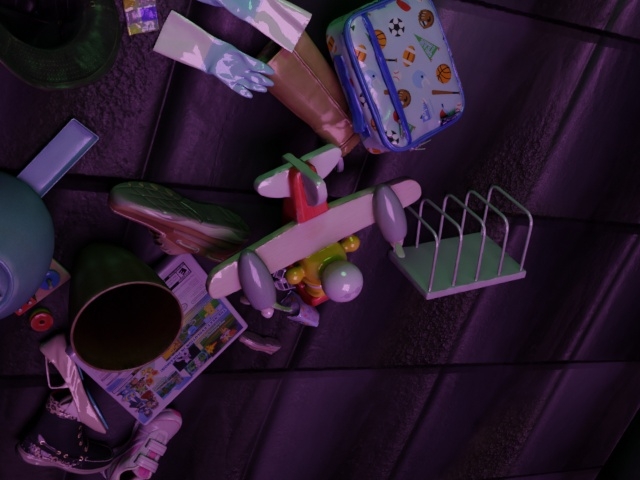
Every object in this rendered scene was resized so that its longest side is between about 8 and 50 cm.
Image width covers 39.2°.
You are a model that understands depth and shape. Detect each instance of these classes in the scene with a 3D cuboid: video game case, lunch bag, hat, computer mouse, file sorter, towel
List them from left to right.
[{"bbox_3d":[-0.476,-0.376,1.413,0.134,0.331,0.331,-18,146,38],"label":"hat"},{"bbox_3d":[-0.320,-0.408,1.600,0.060,0.009,0.083,-15,129,-21],"label":"towel"},{"bbox_3d":[-0.349,0.214,1.977,0.329,0.036,0.300,-44,134,-13],"label":"video game case"},{"bbox_3d":[-0.076,0.081,2.078,0.193,0.042,0.106,-8,122,-17],"label":"computer mouse"},{"bbox_3d":[-0.046,0.168,2.127,0.071,0.083,0.053,28,106,-41],"label":"lunch bag"},{"bbox_3d":[0.148,-0.323,1.769,0.243,0.115,0.303,-30,106,-28],"label":"lunch bag"},{"bbox_3d":[0.334,-0.006,2.142,0.278,0.193,0.173,-11,125,-22],"label":"file sorter"}]

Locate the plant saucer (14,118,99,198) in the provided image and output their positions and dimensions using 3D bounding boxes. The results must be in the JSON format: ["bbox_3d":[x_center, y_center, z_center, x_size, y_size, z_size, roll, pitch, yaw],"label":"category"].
[{"bbox_3d":[-0.505,-0.147,1.684,0.192,0.018,0.067,-44,133,7],"label":"plant saucer"}]

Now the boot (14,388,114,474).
[{"bbox_3d":[-0.549,0.435,2.043,0.237,0.085,0.178,19,110,-37],"label":"boot"}]

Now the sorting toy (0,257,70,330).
[{"bbox_3d":[-0.590,0.075,1.780,0.132,0.046,0.274,-36,132,-1],"label":"sorting toy"}]

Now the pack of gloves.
[{"bbox_3d":[-0.160,-0.378,1.636,0.232,0.046,0.195,25,105,-16],"label":"pack of gloves"}]

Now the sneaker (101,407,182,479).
[{"bbox_3d":[-0.419,0.510,2.151,0.252,0.111,0.103,-47,132,9],"label":"sneaker"}]

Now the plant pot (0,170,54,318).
[{"bbox_3d":[-0.619,0.036,1.600,0.290,0.195,0.290,-8,117,-17],"label":"plant pot"}]

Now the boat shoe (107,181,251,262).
[{"bbox_3d":[-0.291,-0.023,1.828,0.325,0.123,0.116,20,113,-36],"label":"boat shoe"}]

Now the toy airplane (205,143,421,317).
[{"bbox_3d":[0.000,0.000,1.840,0.386,0.272,0.384,-48,148,21],"label":"toy airplane"}]

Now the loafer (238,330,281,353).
[{"bbox_3d":[-0.151,0.251,2.160,0.125,0.045,0.039,19,119,-41],"label":"loafer"}]

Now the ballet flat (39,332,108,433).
[{"bbox_3d":[-0.535,0.316,1.929,0.086,0.086,0.248,-22,104,-14],"label":"ballet flat"}]

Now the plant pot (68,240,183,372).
[{"bbox_3d":[-0.410,0.106,1.778,0.216,0.230,0.215,-15,129,-20],"label":"plant pot"}]

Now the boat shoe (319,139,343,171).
[{"bbox_3d":[0.015,-0.205,1.916,0.040,0.049,0.142,-21,124,-7],"label":"boat shoe"}]

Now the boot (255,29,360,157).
[{"bbox_3d":[0.023,-0.329,1.795,0.236,0.089,0.269,-52,124,-14],"label":"boot"}]
